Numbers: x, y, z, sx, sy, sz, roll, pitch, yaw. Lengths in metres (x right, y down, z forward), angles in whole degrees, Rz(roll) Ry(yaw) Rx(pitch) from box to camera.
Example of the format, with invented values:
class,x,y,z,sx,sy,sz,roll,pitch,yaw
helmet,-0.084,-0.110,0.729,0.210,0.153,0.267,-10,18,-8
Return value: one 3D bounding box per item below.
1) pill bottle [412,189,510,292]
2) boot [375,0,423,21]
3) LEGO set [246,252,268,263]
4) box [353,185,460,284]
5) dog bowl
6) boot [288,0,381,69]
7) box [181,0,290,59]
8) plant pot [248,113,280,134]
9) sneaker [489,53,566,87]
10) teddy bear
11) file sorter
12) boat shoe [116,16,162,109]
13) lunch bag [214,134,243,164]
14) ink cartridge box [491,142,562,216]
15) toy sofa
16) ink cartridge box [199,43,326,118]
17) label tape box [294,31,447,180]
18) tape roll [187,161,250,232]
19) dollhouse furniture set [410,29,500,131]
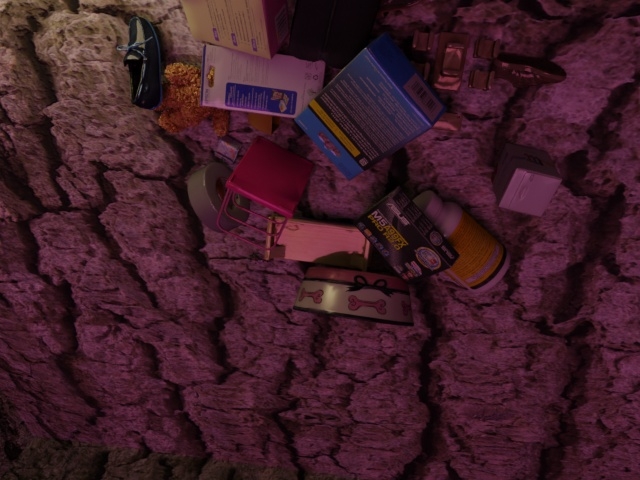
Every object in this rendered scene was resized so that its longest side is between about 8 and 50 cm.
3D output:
class,x,y,z,sx,sy,sz,roll,pitch,yaw
pill bottle,0.417,0.000,1.496,0.334,0.188,0.188,39,123,-15
boot,0.191,-0.625,1.169,0.219,0.082,0.106,-14,123,23
LEGO set,-0.235,0.064,1.787,0.083,0.024,0.054,15,130,-15
box,0.248,-0.006,1.421,0.270,0.060,0.216,48,149,-3
dog bowl,0.116,0.185,1.597,0.407,0.408,0.151,6,83,8
boot,0.133,-0.566,1.075,0.366,0.146,0.445,22,145,-3
box,-0.214,-0.597,1.176,0.242,0.117,0.214,20,153,14
plant pot,-0.170,-0.375,1.427,0.083,0.081,0.082,15,127,9
sneaker,0.540,-0.436,1.251,0.188,0.066,0.071,16,143,7
teddy bear,-0.369,-0.417,1.419,0.337,0.113,0.245,3,127,11
file sorter,-0.171,-0.143,1.461,0.202,0.291,0.182,26,129,-7
boat shoe,-0.502,-0.502,1.332,0.109,0.089,0.259,-14,87,40
lunch bag,-0.298,-0.286,1.532,0.071,0.053,0.083,30,134,-8
ink cartridge box,0.574,-0.173,1.347,0.127,0.176,0.128,14,127,2
toy sofa,0.000,0.000,1.631,0.362,0.177,0.150,7,101,7
ink cartridge box,-0.158,-0.432,1.316,0.332,0.065,0.166,6,105,-9
label tape box,0.118,-0.331,1.240,0.241,0.106,0.333,47,145,-12
tape roll,-0.323,-0.138,1.537,0.072,0.219,0.219,-22,118,24
dollhouse furniture set,0.336,-0.421,1.277,0.212,0.161,0.242,9,104,6
